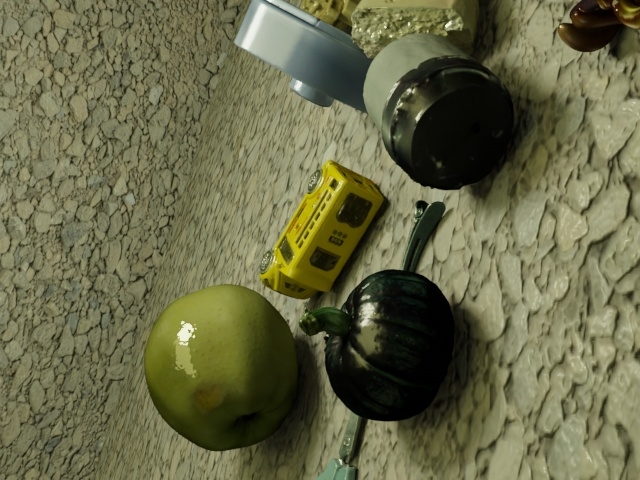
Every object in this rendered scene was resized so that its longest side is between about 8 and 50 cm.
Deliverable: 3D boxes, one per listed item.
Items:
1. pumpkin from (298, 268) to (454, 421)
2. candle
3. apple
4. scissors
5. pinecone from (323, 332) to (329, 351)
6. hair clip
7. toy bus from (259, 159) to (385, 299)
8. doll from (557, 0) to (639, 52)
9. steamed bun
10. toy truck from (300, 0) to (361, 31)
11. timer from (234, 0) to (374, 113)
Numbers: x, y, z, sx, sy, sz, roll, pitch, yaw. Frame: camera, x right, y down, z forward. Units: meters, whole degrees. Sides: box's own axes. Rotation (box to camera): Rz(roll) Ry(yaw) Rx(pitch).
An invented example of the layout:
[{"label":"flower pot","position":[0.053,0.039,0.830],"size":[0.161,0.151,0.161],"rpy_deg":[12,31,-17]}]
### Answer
[{"label":"pumpkin","position":[0.081,0.155,1.089],"size":[0.248,0.248,0.247],"rpy_deg":[-46,32,41]},{"label":"candle","position":[0.194,-0.249,1.222],"size":[0.221,0.222,0.342],"rpy_deg":[-57,26,23]},{"label":"apple","position":[-0.213,0.284,1.489],"size":[0.357,0.358,0.357],"rpy_deg":[-46,32,41]},{"label":"scissors","position":[0.049,0.386,1.227],"size":[0.191,0.030,0.360],"rpy_deg":[-4,65,59]},{"label":"pinecone","position":[0.062,0.187,1.298],"size":[0.109,0.102,0.102],"rpy_deg":[-50,12,-33]},{"label":"hair clip","position":[0.174,0.036,1.259],"size":[0.070,0.039,0.229],"rpy_deg":[15,88,66]},{"label":"toy bus","position":[0.000,0.000,1.509],"size":[0.330,0.144,0.152],"rpy_deg":[-59,27,16]},{"label":"doll","position":[0.422,-0.394,0.879],"size":[0.340,0.209,0.317],"rpy_deg":[16,88,64]},{"label":"steamed bun","position":[0.204,-0.421,1.350],"size":[0.226,0.170,0.200],"rpy_deg":[16,48,30]},{"label":"toy truck","position":[0.090,-0.725,1.882],"size":[0.405,0.181,0.253],"rpy_deg":[-20,51,60]},{"label":"timer","position":[0.020,-0.396,1.555],"size":[0.173,0.395,0.395],"rpy_deg":[-61,25,15]}]
